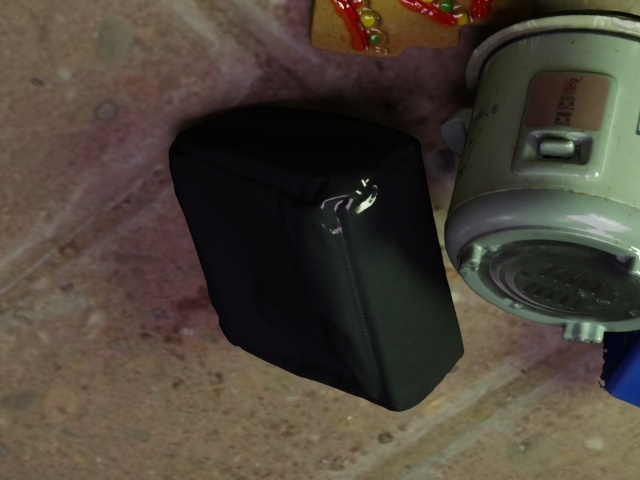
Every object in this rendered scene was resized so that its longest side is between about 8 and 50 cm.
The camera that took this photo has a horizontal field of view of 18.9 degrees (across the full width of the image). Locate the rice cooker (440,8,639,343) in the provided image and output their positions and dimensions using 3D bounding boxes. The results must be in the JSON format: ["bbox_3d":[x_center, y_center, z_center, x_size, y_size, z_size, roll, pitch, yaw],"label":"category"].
[{"bbox_3d":[0.255,-0.075,1.820,0.316,0.317,0.264,-18,146,12],"label":"rice cooker"}]

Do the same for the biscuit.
[{"bbox_3d":[0.084,-0.248,1.830,0.238,0.041,0.212,-33,125,21],"label":"biscuit"}]

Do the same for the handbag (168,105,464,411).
[{"bbox_3d":[0.003,-0.002,1.964,0.178,0.275,0.302,-39,132,-28],"label":"handbag"}]

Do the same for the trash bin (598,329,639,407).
[{"bbox_3d":[0.412,0.079,2.027,0.184,0.162,0.234,23,130,-9],"label":"trash bin"}]
